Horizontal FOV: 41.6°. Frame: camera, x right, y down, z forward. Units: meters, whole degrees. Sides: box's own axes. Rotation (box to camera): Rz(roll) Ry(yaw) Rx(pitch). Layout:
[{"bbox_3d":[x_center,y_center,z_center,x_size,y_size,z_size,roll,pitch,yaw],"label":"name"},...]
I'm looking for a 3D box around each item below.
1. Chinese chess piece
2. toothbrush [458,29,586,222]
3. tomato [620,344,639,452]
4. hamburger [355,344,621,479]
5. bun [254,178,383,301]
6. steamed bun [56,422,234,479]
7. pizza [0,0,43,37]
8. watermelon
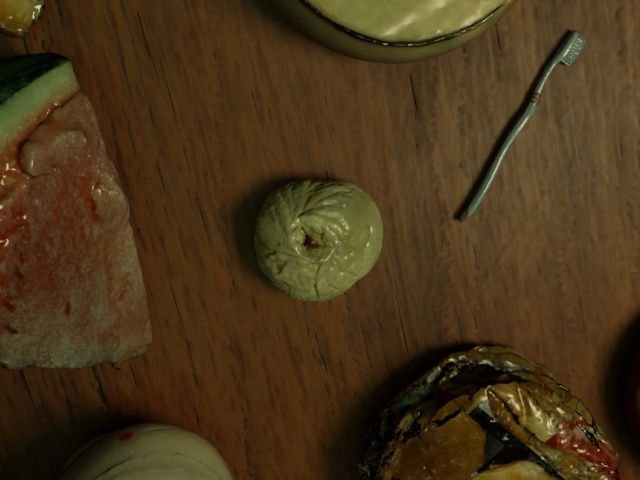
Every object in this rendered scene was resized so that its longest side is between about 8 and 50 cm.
[{"bbox_3d":[0.058,-0.263,0.648,0.250,0.103,0.250,-1,103,-6],"label":"Chinese chess piece"},{"bbox_3d":[0.176,-0.098,0.744,0.019,0.013,0.193,29,98,-20],"label":"toothbrush"},{"bbox_3d":[0.408,0.161,0.767,0.233,0.139,0.200,-5,110,-6],"label":"tomato"},{"bbox_3d":[0.151,0.212,0.770,0.231,0.107,0.231,-2,108,-7],"label":"hamburger"},{"bbox_3d":[0.000,0.000,0.720,0.115,0.069,0.115,-2,105,-7],"label":"bun"},{"bbox_3d":[-0.164,0.260,0.732,0.177,0.131,0.228,17,100,-20],"label":"steamed bun"},{"bbox_3d":[-0.246,-0.262,0.622,0.080,0.204,0.188,29,64,25],"label":"pizza"},{"bbox_3d":[-0.286,-0.008,0.671,0.250,0.292,0.283,30,71,26],"label":"watermelon"}]
